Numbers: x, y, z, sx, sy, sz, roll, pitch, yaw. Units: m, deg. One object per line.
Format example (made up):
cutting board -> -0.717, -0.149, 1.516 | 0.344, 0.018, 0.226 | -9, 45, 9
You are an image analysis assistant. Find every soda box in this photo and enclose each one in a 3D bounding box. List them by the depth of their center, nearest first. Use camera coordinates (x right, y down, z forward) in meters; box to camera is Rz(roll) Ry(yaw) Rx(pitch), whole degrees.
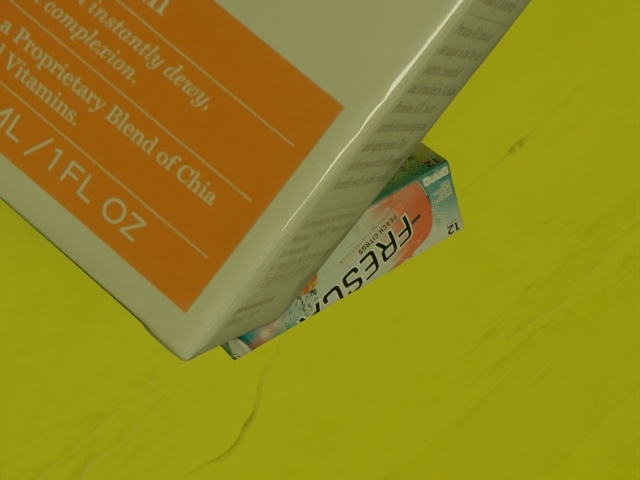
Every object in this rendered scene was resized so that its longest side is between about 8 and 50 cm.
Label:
soda box -> 0.000, 0.000, 1.100 | 0.183, 0.063, 0.058 | -30, 128, -16

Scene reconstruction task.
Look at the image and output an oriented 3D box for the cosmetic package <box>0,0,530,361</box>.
cosmetic package -> 0.008, -0.189, 0.826 | 0.453, 0.230, 0.161 | -52, 171, 12
